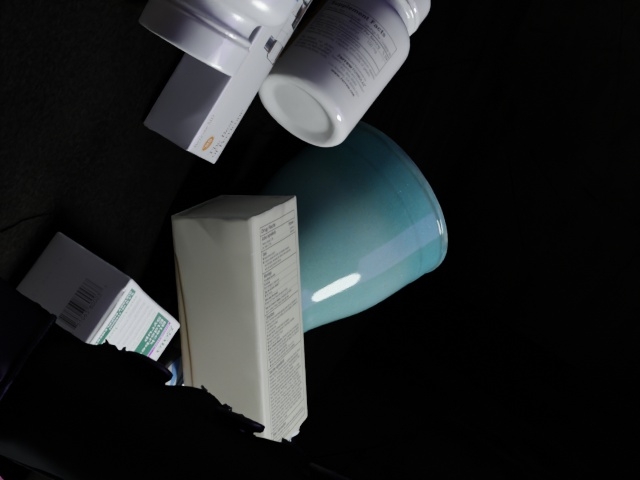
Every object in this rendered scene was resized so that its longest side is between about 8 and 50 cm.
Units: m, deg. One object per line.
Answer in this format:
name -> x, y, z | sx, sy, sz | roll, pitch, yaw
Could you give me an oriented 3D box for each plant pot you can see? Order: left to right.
plant pot -> 0.000, 0.000, 1.429 | 0.255, 0.271, 0.272 | -36, 160, -24

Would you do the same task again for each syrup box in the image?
syrup box -> -0.228, 0.081, 1.013 | 0.093, 0.096, 0.237 | -56, 168, -11

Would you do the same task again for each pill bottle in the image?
pill bottle -> -0.056, -0.252, 0.789 | 0.221, 0.124, 0.124 | -59, 169, 8
pill bottle -> 0.035, -0.238, 1.205 | 0.229, 0.131, 0.131 | -53, 168, -23

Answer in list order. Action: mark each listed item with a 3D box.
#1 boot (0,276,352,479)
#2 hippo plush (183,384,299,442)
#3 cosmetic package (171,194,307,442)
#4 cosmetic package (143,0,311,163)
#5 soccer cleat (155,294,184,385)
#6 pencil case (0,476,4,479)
boot -> -0.138, 0.144, 0.654 | 0.146, 0.445, 0.367 | -57, 169, -4
hippo plush -> -0.166, 0.298, 1.501 | 0.234, 0.236, 0.294 | -50, 166, -38
cosmetic package -> -0.097, 0.105, 1.240 | 0.160, 0.113, 0.310 | -31, 120, -69
cosmetic package -> -0.081, -0.198, 0.991 | 0.239, 0.060, 0.099 | -59, 168, 3
soccer cleat -> -0.242, 0.196, 1.194 | 0.331, 0.116, 0.143 | -42, 156, -57
pencil case -> -0.371, 0.348, 0.919 | 0.160, 0.167, 0.386 | -45, 163, -42
